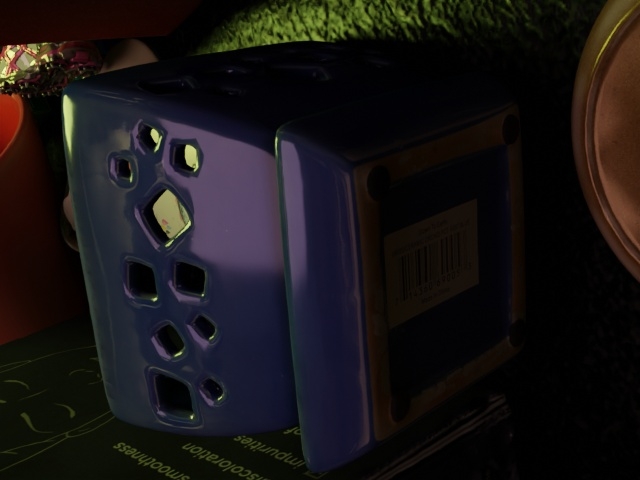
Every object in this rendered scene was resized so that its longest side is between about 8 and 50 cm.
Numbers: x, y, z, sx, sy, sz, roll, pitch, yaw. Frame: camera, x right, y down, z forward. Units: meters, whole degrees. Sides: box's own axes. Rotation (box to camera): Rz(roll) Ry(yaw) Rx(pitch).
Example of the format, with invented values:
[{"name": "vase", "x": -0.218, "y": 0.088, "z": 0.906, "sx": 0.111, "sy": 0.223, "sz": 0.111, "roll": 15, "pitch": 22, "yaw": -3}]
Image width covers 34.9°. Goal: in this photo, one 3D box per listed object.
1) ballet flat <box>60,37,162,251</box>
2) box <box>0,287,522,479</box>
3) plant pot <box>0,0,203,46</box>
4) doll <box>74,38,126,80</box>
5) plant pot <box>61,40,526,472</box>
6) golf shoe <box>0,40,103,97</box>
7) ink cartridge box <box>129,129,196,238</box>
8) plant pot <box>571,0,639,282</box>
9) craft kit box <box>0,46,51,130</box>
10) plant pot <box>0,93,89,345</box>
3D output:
[{"name": "ballet flat", "x": -0.207, "y": -0.080, "z": 0.980, "sx": 0.086, "sy": 0.086, "sz": 0.248, "roll": 50, "pitch": 139, "yaw": 24}, {"name": "box", "x": -0.172, "y": 0.275, "z": 0.778, "sx": 0.480, "sy": 0.471, "sz": 0.297, "roll": 11, "pitch": 114, "yaw": 48}, {"name": "plant pot", "x": -0.168, "y": -0.310, "z": 0.718, "sx": 0.235, "sy": 0.267, "sz": 0.267, "roll": -21, "pitch": 89, "yaw": 40}, {"name": "doll", "x": -0.239, "y": -0.211, "z": 0.993, "sx": 0.189, "sy": 0.046, "sz": 0.129, "roll": -17, "pitch": 103, "yaw": 51}, {"name": "plant pot", "x": 0.000, "y": 0.000, "z": 0.658, "sx": 0.212, "sy": 0.236, "sz": 0.236, "roll": 12, "pitch": 113, "yaw": 41}, {"name": "golf shoe", "x": -0.256, "y": -0.184, "z": 0.952, "sx": 0.186, "sy": 0.067, "sz": 0.086, "roll": -11, "pitch": 82, "yaw": 51}, {"name": "ink cartridge box", "x": -0.086, "y": -0.055, "z": 0.861, "sx": 0.198, "sy": 0.067, "sz": 0.115, "roll": 11, "pitch": 113, "yaw": 47}, {"name": "plant pot", "x": 0.223, "y": -0.050, "z": 0.526, "sx": 0.236, "sy": 0.032, "sz": 0.236, "roll": 22, "pitch": 120, "yaw": 43}, {"name": "craft kit box", "x": -0.431, "y": -0.197, "z": 1.224, "sx": 0.246, "sy": 0.061, "sz": 0.250, "roll": -36, "pitch": 77, "yaw": 48}, {"name": "plant pot", "x": -0.379, "y": 0.006, "z": 1.070, "sx": 0.275, "sy": 0.275, "sz": 0.243, "roll": 24, "pitch": 146, "yaw": 43}]
